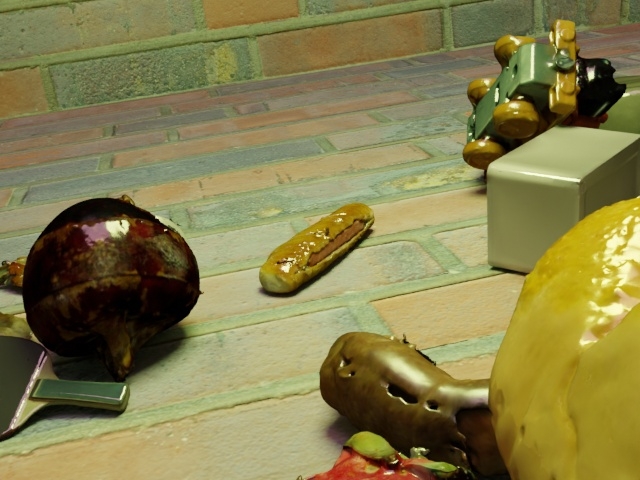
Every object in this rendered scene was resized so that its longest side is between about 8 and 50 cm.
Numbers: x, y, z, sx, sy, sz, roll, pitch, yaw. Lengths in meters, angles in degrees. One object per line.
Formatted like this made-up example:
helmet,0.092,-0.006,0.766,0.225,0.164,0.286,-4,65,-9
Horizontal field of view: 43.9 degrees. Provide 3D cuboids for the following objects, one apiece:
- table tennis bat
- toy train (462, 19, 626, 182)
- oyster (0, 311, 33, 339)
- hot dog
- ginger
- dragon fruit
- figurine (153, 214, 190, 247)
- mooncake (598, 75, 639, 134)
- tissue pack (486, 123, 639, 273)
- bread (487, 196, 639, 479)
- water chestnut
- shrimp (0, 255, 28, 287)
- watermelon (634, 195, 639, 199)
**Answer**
table tennis bat,-0.357,0.173,0.923,0.274,0.021,0.154,3,44,7
toy train,0.380,-0.217,1.389,0.232,0.163,0.369,7,-20,-7
oyster,-0.496,0.131,1.027,0.233,0.107,0.161,-9,13,-11
hot dog,-0.001,0.003,1.248,0.088,0.061,0.286,-8,17,30
ginger,0.103,0.151,0.773,0.309,0.107,0.133,9,34,40
dragon fruit,0.049,0.214,0.568,0.166,0.160,0.172,-51,20,4
figurine,-0.275,0.019,1.235,0.132,0.132,0.154,-15,9,-19
mooncake,0.626,-0.263,1.629,0.275,0.135,0.275,-7,18,2
tissue pack,0.363,-0.061,1.161,0.136,0.159,0.246,13,28,38
bread,0.307,0.103,0.529,0.361,0.250,0.394,5,27,-6
water chestnut,-0.264,0.067,1.009,0.224,0.238,0.223,-19,-17,-6
shrimp,-0.437,0.051,1.276,0.217,0.051,0.115,-3,24,3
watermelon,0.494,0.031,0.869,0.319,0.292,0.222,-39,-23,9
